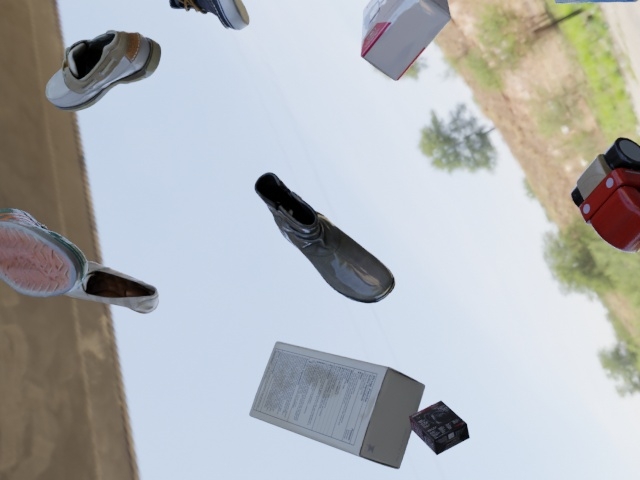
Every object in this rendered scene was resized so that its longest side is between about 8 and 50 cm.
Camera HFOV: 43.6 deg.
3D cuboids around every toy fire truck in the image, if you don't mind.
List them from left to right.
[{"bbox_3d":[0.501,-0.001,1.175,0.217,0.158,0.246,7,-131,-21],"label":"toy fire truck"}]

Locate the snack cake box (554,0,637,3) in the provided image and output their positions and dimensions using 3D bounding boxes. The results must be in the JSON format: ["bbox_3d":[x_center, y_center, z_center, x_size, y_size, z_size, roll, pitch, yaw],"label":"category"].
[{"bbox_3d":[0.337,-0.441,1.017,0.152,0.089,0.264,26,150,59],"label":"snack cake box"}]

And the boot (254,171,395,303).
[{"bbox_3d":[0.000,0.000,1.242,0.247,0.083,0.161,37,173,22],"label":"boot"}]

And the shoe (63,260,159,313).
[{"bbox_3d":[-0.402,0.077,1.472,0.219,0.058,0.076,16,-113,-11],"label":"shoe"}]

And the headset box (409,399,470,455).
[{"bbox_3d":[0.182,0.288,1.244,0.083,0.062,0.032,35,144,60],"label":"headset box"}]

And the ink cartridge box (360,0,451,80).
[{"bbox_3d":[0.170,-0.462,1.633,0.100,0.172,0.237,31,-147,-18],"label":"ink cartridge box"}]

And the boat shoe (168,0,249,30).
[{"bbox_3d":[-0.147,-0.295,0.956,0.065,0.083,0.183,53,-170,-51],"label":"boat shoe"}]

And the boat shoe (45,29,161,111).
[{"bbox_3d":[-0.448,-0.340,1.554,0.103,0.302,0.113,22,-121,-49],"label":"boat shoe"}]

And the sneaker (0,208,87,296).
[{"bbox_3d":[-0.455,0.004,1.223,0.121,0.302,0.108,-24,-56,-58],"label":"sneaker"}]

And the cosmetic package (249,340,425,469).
[{"bbox_3d":[0.023,0.291,1.452,0.113,0.310,0.160,31,-106,-39],"label":"cosmetic package"}]
